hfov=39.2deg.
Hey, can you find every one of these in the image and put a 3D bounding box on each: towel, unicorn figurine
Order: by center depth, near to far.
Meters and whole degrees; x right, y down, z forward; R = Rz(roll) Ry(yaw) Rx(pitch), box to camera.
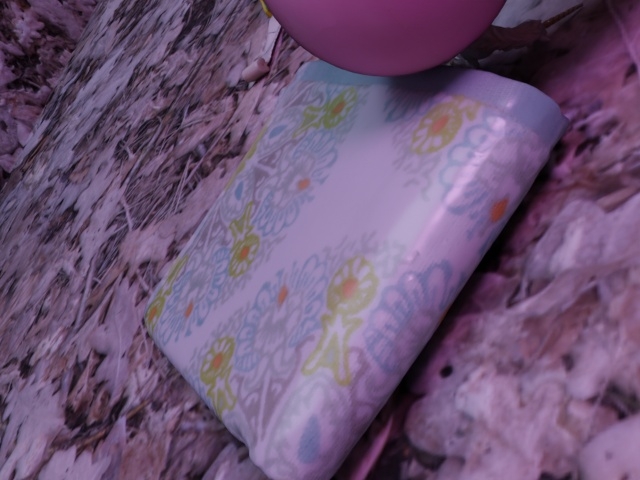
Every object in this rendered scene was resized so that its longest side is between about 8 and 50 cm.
[{"bbox_3d":[0.000,0.000,0.755,0.320,0.090,0.374,-58,27,-3],"label":"towel"},{"bbox_3d":[0.120,-0.184,0.767,0.111,0.162,0.060,-144,66,-79],"label":"unicorn figurine"}]

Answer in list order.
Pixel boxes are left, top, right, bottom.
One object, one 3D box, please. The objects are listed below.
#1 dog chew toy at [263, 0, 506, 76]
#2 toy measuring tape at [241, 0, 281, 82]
[{"bbox_3d":[0.107,-0.254,0.594,0.332,0.206,0.206,-29,35,26],"label":"dog chew toy"},{"bbox_3d":[-0.086,-0.375,1.294,0.121,0.121,0.330,-25,39,44],"label":"toy measuring tape"}]
